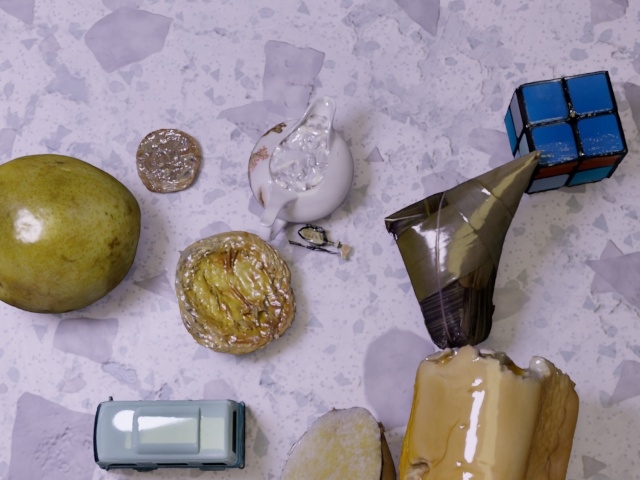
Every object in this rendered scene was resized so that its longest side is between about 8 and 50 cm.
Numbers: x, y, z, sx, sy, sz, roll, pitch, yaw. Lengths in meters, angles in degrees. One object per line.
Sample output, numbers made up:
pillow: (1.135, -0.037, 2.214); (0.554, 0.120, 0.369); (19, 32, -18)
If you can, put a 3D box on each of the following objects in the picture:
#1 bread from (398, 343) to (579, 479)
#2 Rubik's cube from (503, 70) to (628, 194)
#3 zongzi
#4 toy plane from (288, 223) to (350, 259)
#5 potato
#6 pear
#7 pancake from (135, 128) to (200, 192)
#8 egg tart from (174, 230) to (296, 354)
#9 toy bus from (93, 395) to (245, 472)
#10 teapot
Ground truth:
bread: (0.254, 0.382, 1.729); (0.250, 0.361, 0.394); (6, 76, 32)
Rubik's cube: (0.457, -0.199, 1.945); (0.183, 0.180, 0.167); (-9, 75, 2)
zongzi: (0.303, 0.023, 1.862); (0.317, 0.154, 0.289); (-27, 77, 30)
toy plane: (0.000, 0.000, 1.996); (0.120, 0.031, 0.049); (15, 82, 9)
potato: (0.035, 0.447, 1.807); (0.239, 0.116, 0.299); (-16, 45, 31)
pear: (-0.478, -0.018, 1.898); (0.304, 0.304, 0.304); (-1, 75, 3)
pancake: (-0.303, -0.159, 2.057); (0.139, 0.022, 0.139); (-1, 75, 3)
egg tart: (-0.165, 0.102, 1.948); (0.252, 0.098, 0.232); (43, 75, 9)
toy bus: (-0.277, 0.345, 1.851); (0.271, 0.165, 0.133); (-1, 76, 3)
teapot: (-0.042, -0.127, 1.976); (0.204, 0.139, 0.298); (19, 77, 5)
